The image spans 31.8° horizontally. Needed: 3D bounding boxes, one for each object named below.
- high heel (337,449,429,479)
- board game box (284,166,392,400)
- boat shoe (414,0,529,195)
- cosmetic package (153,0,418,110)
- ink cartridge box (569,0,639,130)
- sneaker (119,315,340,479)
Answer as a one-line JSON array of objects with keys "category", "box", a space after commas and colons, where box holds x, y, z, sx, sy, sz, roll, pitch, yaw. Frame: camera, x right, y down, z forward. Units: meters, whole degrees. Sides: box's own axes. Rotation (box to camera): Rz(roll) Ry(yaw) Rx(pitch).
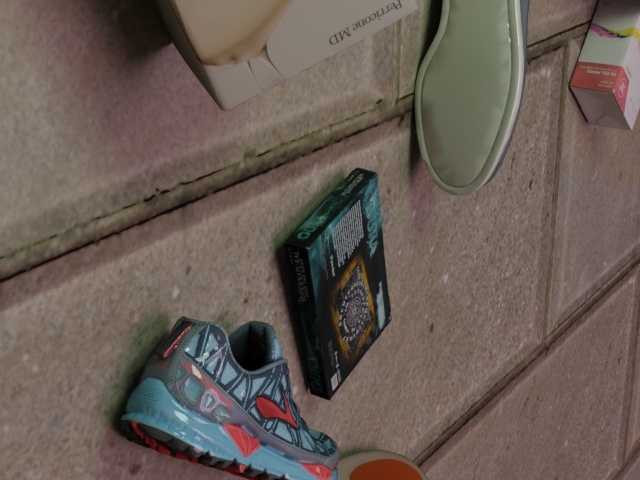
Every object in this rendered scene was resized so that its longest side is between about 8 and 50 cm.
[{"category": "high heel", "box": [-0.013, 0.336, 1.091, 0.377, 0.127, 0.181, -23, 149, -58]}, {"category": "board game box", "box": [0.021, 0.041, 1.052, 0.126, 0.026, 0.186, -47, 142, -41]}, {"category": "boat shoe", "box": [0.171, -0.204, 1.128, 0.099, 0.116, 0.319, -5, 101, -53]}, {"category": "cosmetic package", "box": [-0.063, -0.251, 0.679, 0.160, 0.113, 0.309, -30, 134, -5]}, {"category": "ink cartridge box", "box": [0.413, -0.266, 1.534, 0.115, 0.067, 0.198, 40, 68, -55]}, {"category": "sneaker", "box": [-0.047, 0.133, 0.920, 0.262, 0.104, 0.125, 36, 69, -57]}]
